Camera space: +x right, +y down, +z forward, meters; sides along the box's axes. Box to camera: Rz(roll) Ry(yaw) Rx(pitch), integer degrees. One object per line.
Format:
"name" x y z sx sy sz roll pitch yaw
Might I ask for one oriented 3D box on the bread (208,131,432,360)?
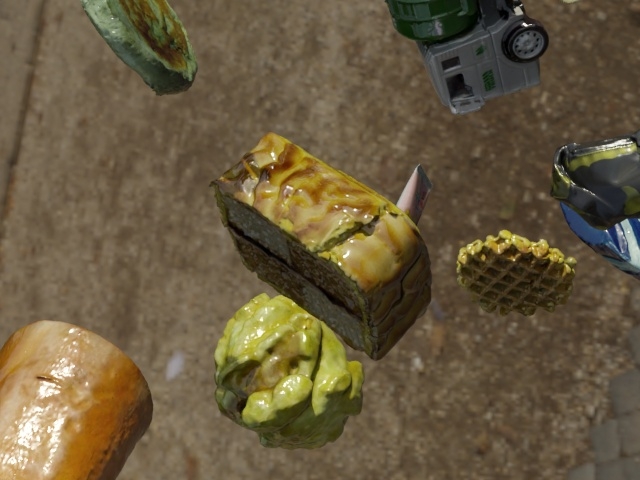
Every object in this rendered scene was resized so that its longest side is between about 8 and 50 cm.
"bread" 0.000 0.000 1.152 0.222 0.096 0.181 34 157 33

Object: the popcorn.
"popcorn" -0.069 0.215 2.012 0.235 0.242 0.250 -36 55 -5

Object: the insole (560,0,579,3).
"insole" 0.228 -0.360 1.225 0.011 0.081 0.248 7 118 64

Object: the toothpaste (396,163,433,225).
"toothpaste" 0.091 0.002 1.519 0.042 0.067 0.195 20 77 27

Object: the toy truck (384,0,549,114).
"toy truck" 0.110 -0.228 1.018 0.101 0.125 0.243 -107 -4 -51

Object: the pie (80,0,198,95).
"pie" -0.239 -0.285 1.576 0.054 0.240 0.241 -34 47 15

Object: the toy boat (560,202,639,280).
"toy boat" 0.446 -0.019 1.690 0.210 0.291 0.070 48 123 26

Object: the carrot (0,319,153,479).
"carrot" -0.312 0.236 1.298 0.196 0.196 0.254 -50 10 41

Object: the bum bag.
"bum bag" 0.351 -0.077 1.291 0.232 0.060 0.107 -18 104 31

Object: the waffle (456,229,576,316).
"waffle" 0.295 0.055 1.857 0.191 0.191 0.038 -43 26 46
